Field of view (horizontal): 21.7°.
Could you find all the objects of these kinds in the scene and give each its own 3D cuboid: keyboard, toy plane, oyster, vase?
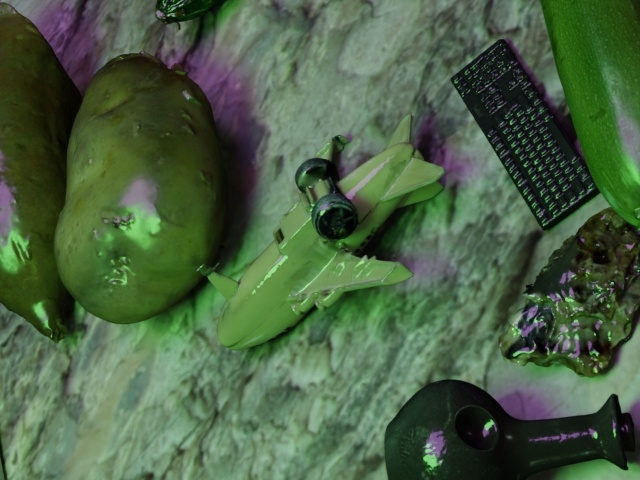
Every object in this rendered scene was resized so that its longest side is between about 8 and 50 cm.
[{"bbox_3d":[0.173,-0.094,1.432,0.061,0.013,0.204,-38,47,14],"label":"keyboard"},{"bbox_3d":[0.000,0.000,1.461,0.256,0.104,0.242,-36,32,7],"label":"toy plane"},{"bbox_3d":[0.202,0.034,1.306,0.103,0.051,0.148,8,59,33],"label":"oyster"},{"bbox_3d":[0.143,0.156,1.248,0.182,0.120,0.120,-11,57,13],"label":"vase"}]

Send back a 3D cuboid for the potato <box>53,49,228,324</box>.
[{"bbox_3d":[-0.170,-0.058,1.598,0.191,0.141,0.296,-41,45,35],"label":"potato"}]

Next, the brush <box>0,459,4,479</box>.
[{"bbox_3d":[-0.367,0.157,1.690,0.060,0.050,0.321,-32,49,15],"label":"brush"}]

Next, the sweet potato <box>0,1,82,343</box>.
[{"bbox_3d":[-0.314,-0.066,1.707,0.157,0.158,0.370,-25,53,25],"label":"sweet potato"}]

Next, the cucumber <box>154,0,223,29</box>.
[{"bbox_3d":[-0.077,-0.326,1.731,0.265,0.077,0.077,-52,45,3],"label":"cucumber"}]

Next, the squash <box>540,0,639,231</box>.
[{"bbox_3d":[0.240,-0.140,1.348,0.101,0.101,0.379,-26,52,24],"label":"squash"}]
